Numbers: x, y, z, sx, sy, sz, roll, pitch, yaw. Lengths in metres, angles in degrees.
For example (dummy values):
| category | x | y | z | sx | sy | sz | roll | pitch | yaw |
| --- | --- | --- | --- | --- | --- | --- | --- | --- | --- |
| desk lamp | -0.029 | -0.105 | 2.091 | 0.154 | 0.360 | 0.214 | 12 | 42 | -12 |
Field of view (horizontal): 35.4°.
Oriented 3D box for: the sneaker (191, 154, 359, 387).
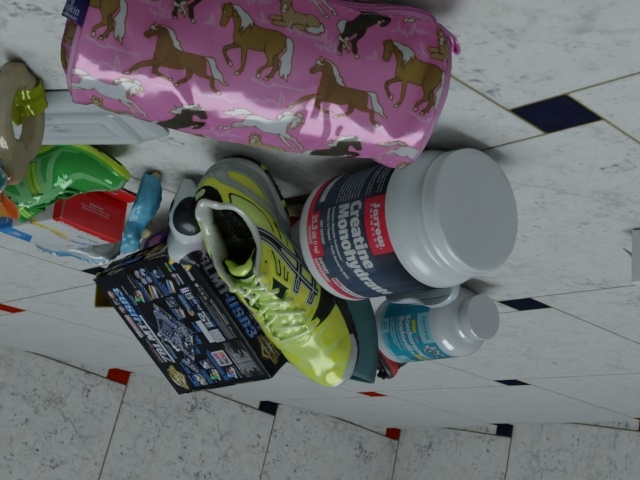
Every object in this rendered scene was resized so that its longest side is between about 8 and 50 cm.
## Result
| category | x | y | z | sx | sy | sz | roll | pitch | yaw |
| --- | --- | --- | --- | --- | --- | --- | --- | --- | --- |
| sneaker | -0.080 | 0.067 | 1.486 | 0.145 | 0.384 | 0.147 | -28 | -170 | 28 |

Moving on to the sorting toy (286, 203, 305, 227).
| category | x | y | z | sx | sy | sz | roll | pitch | yaw |
| --- | --- | --- | --- | --- | --- | --- | --- | --- | --- |
| sorting toy | 0.000 | 0.000 | 1.784 | 0.229 | 0.041 | 0.307 | -7 | 158 | 39 |

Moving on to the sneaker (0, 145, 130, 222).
| category | x | y | z | sx | sy | sz | roll | pitch | yaw |
| --- | --- | --- | --- | --- | --- | --- | --- | --- | --- |
| sneaker | -0.423 | -0.085 | 1.536 | 0.296 | 0.123 | 0.109 | 0 | 162 | 20 |

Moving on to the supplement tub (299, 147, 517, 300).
| category | x | y | z | sx | sy | sz | roll | pitch | yaw |
| --- | --- | --- | --- | --- | --- | --- | --- | --- | --- |
| supplement tub | 0.119 | -0.021 | 1.416 | 0.191 | 0.191 | 0.272 | 20 | 159 | -37 |

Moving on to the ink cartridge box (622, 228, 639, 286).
| category | x | y | z | sx | sy | sz | roll | pitch | yaw |
| --- | --- | --- | --- | --- | --- | --- | --- | --- | --- |
| ink cartridge box | 0.560 | 0.031 | 1.583 | 0.143 | 0.090 | 0.092 | -10 | 156 | 41 |

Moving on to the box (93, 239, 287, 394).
| category | x | y | z | sx | sy | sz | roll | pitch | yaw |
| --- | --- | --- | --- | --- | --- | --- | --- | --- | --- |
| box | -0.242 | 0.141 | 1.851 | 0.293 | 0.073 | 0.295 | -18 | 111 | 46 |

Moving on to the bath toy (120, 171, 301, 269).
| category | x | y | z | sx | sy | sz | roll | pitch | yaw |
| --- | --- | --- | --- | --- | --- | --- | --- | --- | --- |
| bath toy | -0.141 | 0.004 | 1.622 | 0.348 | 0.129 | 0.151 | 14 | 156 | 2 |

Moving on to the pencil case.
| category | x | y | z | sx | sy | sz | roll | pitch | yaw |
| --- | --- | --- | --- | --- | --- | --- | --- | --- | --- |
| pencil case | -0.061 | -0.185 | 1.011 | 0.386 | 0.160 | 0.167 | 11 | 152 | -12 |

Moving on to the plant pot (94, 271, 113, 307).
| category | x | y | z | sx | sy | sz | roll | pitch | yaw |
| --- | --- | --- | --- | --- | --- | --- | --- | --- | --- |
| plant pot | -0.456 | 0.117 | 2.282 | 0.081 | 0.081 | 0.083 | -2 | 171 | 27 |

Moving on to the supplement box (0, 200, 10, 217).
| category | x | y | z | sx | sy | sz | roll | pitch | yaw |
| --- | --- | --- | --- | --- | --- | --- | --- | --- | --- |
| supplement box | -0.612 | -0.094 | 1.666 | 0.233 | 0.080 | 0.078 | 5 | 162 | 1 |

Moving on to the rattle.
| category | x | y | z | sx | sy | sz | roll | pitch | yaw |
| --- | --- | --- | --- | --- | --- | --- | --- | --- | --- |
| rattle | -0.431 | -0.128 | 1.271 | 0.143 | 0.199 | 0.130 | 9 | 163 | -7 |

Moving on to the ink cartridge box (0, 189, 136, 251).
| category | x | y | z | sx | sy | sz | roll | pitch | yaw |
| --- | --- | --- | --- | --- | --- | --- | --- | --- | --- |
| ink cartridge box | -0.436 | -0.045 | 1.748 | 0.231 | 0.078 | 0.134 | -8 | 158 | 39 |

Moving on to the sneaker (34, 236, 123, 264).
| category | x | y | z | sx | sy | sz | roll | pitch | yaw |
| --- | --- | --- | --- | --- | --- | --- | --- | --- | --- |
| sneaker | -0.473 | -0.002 | 1.924 | 0.191 | 0.071 | 0.083 | 4 | 157 | 9 |

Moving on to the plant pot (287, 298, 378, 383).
| category | x | y | z | sx | sy | sz | roll | pitch | yaw |
| --- | --- | --- | --- | --- | --- | --- | --- | --- | --- |
| plant pot | -0.011 | 0.151 | 1.979 | 0.290 | 0.195 | 0.290 | 15 | 170 | 2 |

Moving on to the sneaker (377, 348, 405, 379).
| category | x | y | z | sx | sy | sz | roll | pitch | yaw |
| --- | --- | --- | --- | --- | --- | --- | --- | --- | --- |
| sneaker | 0.151 | 0.247 | 2.408 | 0.097 | 0.135 | 0.276 | 60 | 168 | -15 |

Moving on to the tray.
| category | x | y | z | sx | sy | sz | roll | pitch | yaw |
| --- | --- | --- | --- | --- | --- | --- | --- | --- | --- |
| tray | -0.364 | -0.167 | 1.411 | 0.270 | 0.030 | 0.145 | 1 | 161 | 18 |

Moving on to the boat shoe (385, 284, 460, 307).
| category | x | y | z | sx | sy | sz | roll | pitch | yaw |
| --- | --- | --- | --- | --- | --- | --- | --- | --- | --- |
| boat shoe | 0.214 | 0.087 | 1.950 | 0.076 | 0.083 | 0.226 | 3 | 178 | -29 |

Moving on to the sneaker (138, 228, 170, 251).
| category | x | y | z | sx | sy | sz | roll | pitch | yaw |
| --- | --- | --- | --- | --- | --- | --- | --- | --- | --- |
| sneaker | -0.222 | 0.032 | 1.904 | 0.236 | 0.095 | 0.104 | 13 | 154 | -17 |

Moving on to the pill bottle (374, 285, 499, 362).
| category | x | y | z | sx | sy | sz | roll | pitch | yaw |
| --- | --- | --- | --- | --- | --- | --- | --- | --- | --- |
| pill bottle | 0.242 | 0.172 | 2.071 | 0.146 | 0.146 | 0.264 | 19 | 159 | -34 |
